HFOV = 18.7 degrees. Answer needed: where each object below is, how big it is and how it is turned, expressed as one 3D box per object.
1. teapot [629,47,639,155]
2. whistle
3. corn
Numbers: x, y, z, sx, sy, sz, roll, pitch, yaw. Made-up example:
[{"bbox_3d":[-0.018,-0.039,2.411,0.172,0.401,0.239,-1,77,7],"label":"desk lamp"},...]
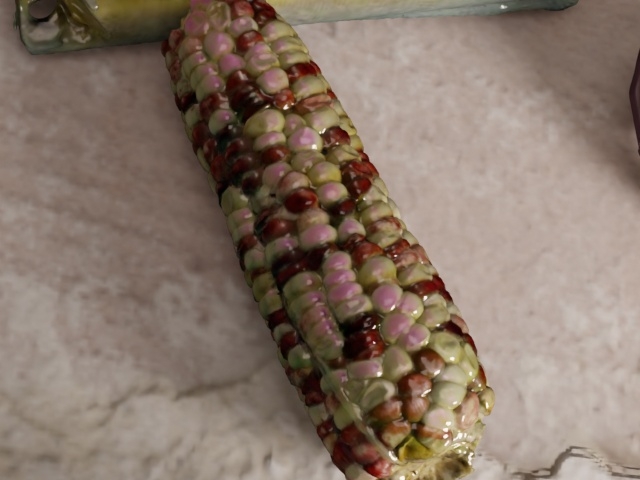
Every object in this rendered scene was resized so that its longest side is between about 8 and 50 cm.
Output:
[{"bbox_3d":[0.242,-0.069,1.068,0.146,0.148,0.116,-1,32,0],"label":"teapot"},{"bbox_3d":[-0.006,-0.148,1.059,0.326,0.057,0.068,-7,92,-12],"label":"whistle"},{"bbox_3d":[0.000,0.000,0.989,0.092,0.092,0.280,-20,69,-19],"label":"corn"}]
